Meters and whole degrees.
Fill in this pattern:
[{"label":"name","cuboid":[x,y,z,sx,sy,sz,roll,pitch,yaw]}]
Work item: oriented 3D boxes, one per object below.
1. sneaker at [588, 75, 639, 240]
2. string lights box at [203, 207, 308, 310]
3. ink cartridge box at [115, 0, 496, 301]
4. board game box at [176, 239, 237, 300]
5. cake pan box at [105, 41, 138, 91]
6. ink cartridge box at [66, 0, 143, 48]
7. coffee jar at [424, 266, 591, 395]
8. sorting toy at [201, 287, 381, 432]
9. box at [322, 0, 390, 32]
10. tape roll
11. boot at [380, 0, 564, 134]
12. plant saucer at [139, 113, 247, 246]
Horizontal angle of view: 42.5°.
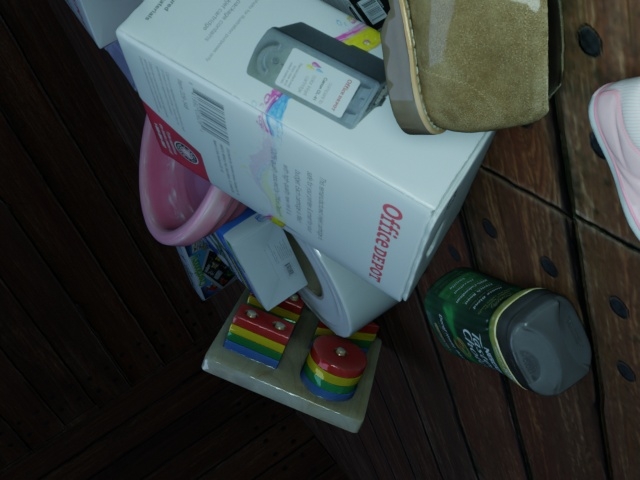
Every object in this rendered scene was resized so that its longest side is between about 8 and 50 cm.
[{"label":"sneaker","cuboid":[0.211,-0.038,0.486,0.134,0.051,0.070,62,171,-1]},{"label":"string lights box","cuboid":[-0.128,-0.021,1.229,0.259,0.076,0.133,40,160,50]},{"label":"ink cartridge box","cuboid":[-0.011,-0.101,0.756,0.306,0.131,0.226,31,161,10]},{"label":"board game box","cuboid":[-0.194,0.000,1.681,0.053,0.193,0.305,51,165,21]},{"label":"cake pan box","cuboid":[-0.311,-0.409,1.285,0.267,0.070,0.246,53,144,14]},{"label":"ink cartridge box","cuboid":[-0.268,-0.420,0.987,0.270,0.197,0.198,52,166,17]},{"label":"coffee jar","cuboid":[0.181,0.086,0.812,0.096,0.079,0.184,61,165,-15]},{"label":"sorting toy","cuboid":[-0.024,0.154,1.316,0.255,0.090,0.257,23,-156,1]},{"label":"box","cuboid":[-0.007,-0.261,0.778,0.207,0.036,0.114,56,166,5]},{"label":"tape roll","cuboid":[0.000,0.000,1.208,0.286,0.100,0.286,51,165,20]},{"label":"boot","cuboid":[0.088,-0.206,0.513,0.115,0.112,0.305,7,131,33]},{"label":"plant saucer","cuboid":[-0.145,-0.152,1.095,0.332,0.084,0.332,-25,60,54]}]
